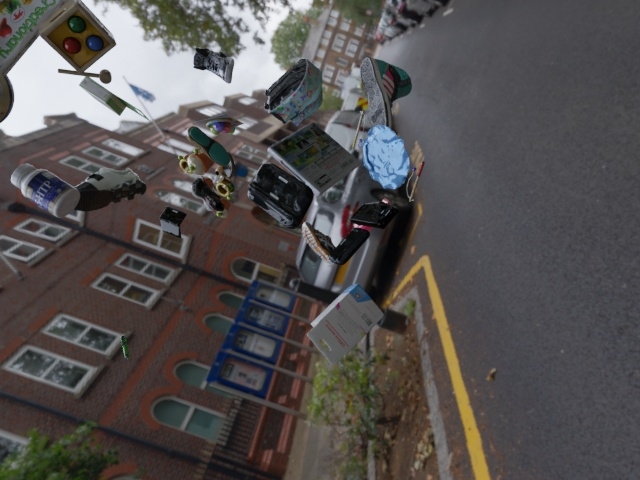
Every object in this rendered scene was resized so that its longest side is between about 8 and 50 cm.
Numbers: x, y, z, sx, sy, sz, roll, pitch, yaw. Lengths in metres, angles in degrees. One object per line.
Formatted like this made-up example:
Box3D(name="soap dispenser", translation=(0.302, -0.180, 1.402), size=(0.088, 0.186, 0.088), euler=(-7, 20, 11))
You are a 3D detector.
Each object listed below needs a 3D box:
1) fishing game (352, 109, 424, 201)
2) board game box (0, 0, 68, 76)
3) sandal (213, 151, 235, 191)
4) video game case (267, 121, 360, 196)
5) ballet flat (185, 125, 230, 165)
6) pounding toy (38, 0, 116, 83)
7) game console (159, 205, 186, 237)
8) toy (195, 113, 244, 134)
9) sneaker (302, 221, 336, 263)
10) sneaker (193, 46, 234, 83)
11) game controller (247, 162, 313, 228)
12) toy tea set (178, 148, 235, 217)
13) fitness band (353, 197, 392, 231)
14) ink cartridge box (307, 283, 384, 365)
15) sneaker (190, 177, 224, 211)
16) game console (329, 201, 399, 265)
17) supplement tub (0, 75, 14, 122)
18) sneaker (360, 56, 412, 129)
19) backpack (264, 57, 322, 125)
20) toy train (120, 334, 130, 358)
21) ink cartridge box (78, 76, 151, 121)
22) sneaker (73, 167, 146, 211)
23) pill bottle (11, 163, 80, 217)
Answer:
Box3D(name="fishing game", translation=(0.187, -0.231, 1.340), size=(0.041, 0.264, 0.189), euler=(-25, -35, -29))
Box3D(name="board game box", translation=(-0.861, -0.632, 1.310), size=(0.305, 0.193, 0.053), euler=(-52, 20, -2))
Box3D(name="sandal", translation=(-0.460, -0.310, 2.224), size=(0.060, 0.090, 0.219), euler=(-21, -26, -49))
Box3D(name="video game case", translation=(-0.022, -0.367, 2.119), size=(0.329, 0.300, 0.036), euler=(-41, -10, -41))
Box3D(name="ballet flat", translation=(-0.436, -0.364, 1.853), size=(0.067, 0.206, 0.073), euler=(13, 63, 51))
Box3D(name="pounding toy", translation=(-0.626, -0.489, 1.265), size=(0.181, 0.206, 0.094), euler=(-38, 47, 3))
Box3D(name="game console", translation=(-0.681, -0.086, 2.232), size=(0.107, 0.122, 0.071), euler=(-63, -24, -19))
Box3D(name="toy", translation=(-0.421, -0.482, 2.051), size=(0.237, 0.137, 0.056), euler=(-35, -68, -78))
Box3D(name="sneaker", translation=(0.000, 0.000, 2.109), size=(0.083, 0.215, 0.084), euler=(-43, 12, -25))
Box3D(name="sneaker", translation=(-0.446, -0.726, 1.986), size=(0.268, 0.153, 0.101), euler=(-119, 39, -53))
Box3D(name="game controller", translation=(-0.152, -0.170, 1.761), size=(0.166, 0.319, 0.067), euler=(-55, -40, 2))
Box3D(name="toy tea set", translation=(-0.496, -0.242, 2.093), size=(0.200, 0.336, 0.124), euler=(-22, 21, 41))
Box3D(name="fitness band", translation=(0.251, -0.111, 2.285), size=(0.209, 0.054, 0.291), euler=(-38, 8, 8))
Box3D(name="ink cartridge box", translation=(0.053, 0.203, 1.159), size=(0.181, 0.104, 0.061), euler=(-41, 4, -22))
Box3D(name="sneaker", translation=(-0.415, -0.170, 1.809), size=(0.072, 0.077, 0.178), euler=(-65, -29, -18))
Box3D(name="game console", translation=(0.166, -0.037, 2.072), size=(0.361, 0.044, 0.213), euler=(-47, 29, -17))
Box3D(name="supplement tub", translation=(-1.046, -0.421, 1.344), size=(0.316, 0.228, 0.228), euler=(-113, 43, -73))
Box3D(name="sneaker", translation=(0.261, -0.533, 1.779), size=(0.124, 0.178, 0.295), euler=(-28, 70, 60))
Box3D(name="backpack", translation=(-0.095, -0.635, 2.043), size=(0.253, 0.191, 0.225), euler=(-37, 40, 38))
Box3D(name="toy train", translation=(-0.651, 0.354, 1.598), size=(0.023, 0.017, 0.083), euler=(90, 158, -59))
Box3D(name="ink cartridge box", translation=(-0.783, -0.523, 1.847), size=(0.056, 0.235, 0.171), euler=(-55, 4, -4))
Box3D(name="sneaker", translation=(-0.887, -0.217, 1.927), size=(0.331, 0.146, 0.122), euler=(-21, -26, -45))
Box3D(name="pill bottle", translation=(-0.907, -0.168, 1.581), size=(0.112, 0.187, 0.112), euler=(-58, 1, 2))
